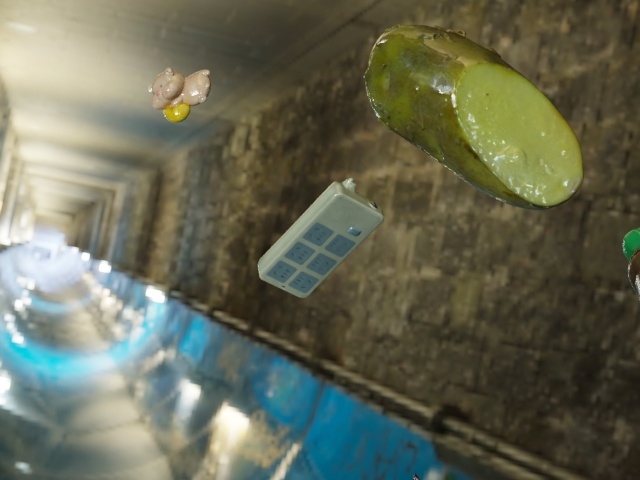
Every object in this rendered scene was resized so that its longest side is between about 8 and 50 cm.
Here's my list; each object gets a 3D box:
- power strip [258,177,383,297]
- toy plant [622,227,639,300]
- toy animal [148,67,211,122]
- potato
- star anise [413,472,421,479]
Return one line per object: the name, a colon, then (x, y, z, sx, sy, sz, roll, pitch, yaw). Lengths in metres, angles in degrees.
power strip: (0.000, 0.000, 2.281, 0.118, 0.270, 0.046, 29, -150, -28)
toy plant: (0.482, 0.037, 1.707, 0.143, 0.105, 0.200, 22, -146, 3)
toy animal: (-0.248, -0.256, 2.129, 0.114, 0.091, 0.082, -20, 131, 34)
potato: (0.181, -0.147, 1.445, 0.298, 0.141, 0.176, 35, 177, 13)
star anise: (0.209, 0.530, 2.342, 0.144, 0.158, 0.140, 11, 168, 6)
